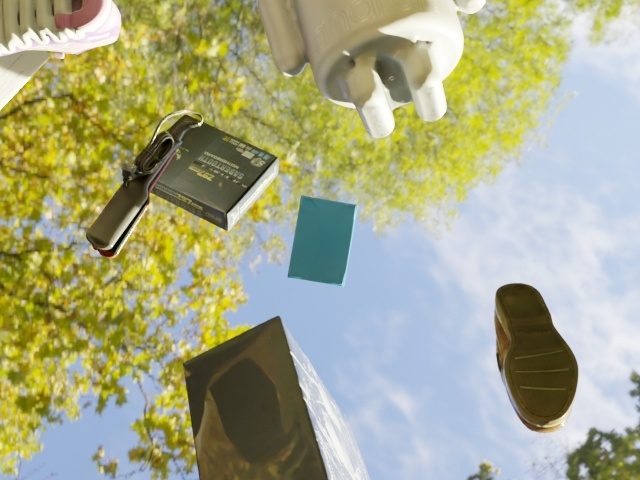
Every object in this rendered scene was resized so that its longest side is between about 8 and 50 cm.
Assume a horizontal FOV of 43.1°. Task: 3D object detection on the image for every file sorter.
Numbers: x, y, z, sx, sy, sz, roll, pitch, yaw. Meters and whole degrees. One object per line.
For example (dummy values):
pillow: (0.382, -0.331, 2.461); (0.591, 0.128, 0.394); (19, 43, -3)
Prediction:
file sorter: (0.000, 0.000, 1.707); (0.118, 0.104, 0.170); (10, -89, -5)

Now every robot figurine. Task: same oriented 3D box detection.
robot figurine: (0.067, -0.318, 1.075); (0.299, 0.200, 0.354); (-16, -111, 5)

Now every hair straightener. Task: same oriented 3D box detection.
hair straightener: (-0.229, -0.084, 1.068); (0.047, 0.089, 0.230); (35, -103, 6)

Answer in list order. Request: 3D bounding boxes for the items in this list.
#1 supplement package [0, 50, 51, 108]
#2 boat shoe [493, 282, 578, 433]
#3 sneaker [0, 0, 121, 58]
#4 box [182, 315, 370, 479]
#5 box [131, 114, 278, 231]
supplement package: (-0.553, -0.311, 1.214); (0.244, 0.134, 0.139); (44, -105, -24)
boat shoe: (0.338, 0.199, 1.285); (0.110, 0.105, 0.307); (0, -145, 7)
sneaker: (-0.350, -0.266, 1.005); (0.236, 0.104, 0.095); (-3, -96, 13)
box: (-0.042, 0.353, 1.225); (0.178, 0.313, 0.343); (-27, -142, 4)
box: (-0.227, -0.138, 1.598); (0.232, 0.059, 0.183); (26, -125, 17)
